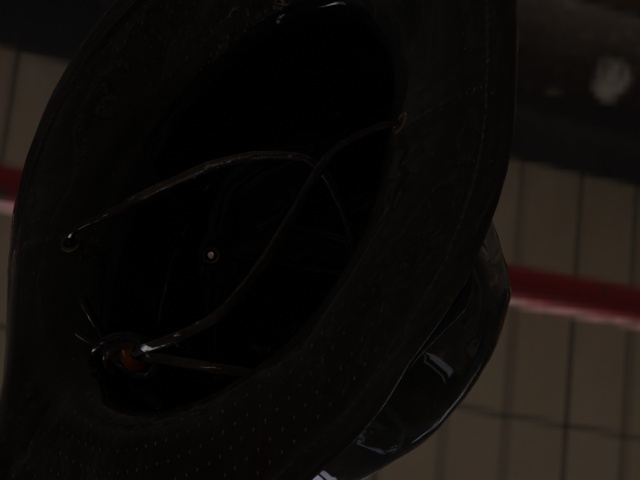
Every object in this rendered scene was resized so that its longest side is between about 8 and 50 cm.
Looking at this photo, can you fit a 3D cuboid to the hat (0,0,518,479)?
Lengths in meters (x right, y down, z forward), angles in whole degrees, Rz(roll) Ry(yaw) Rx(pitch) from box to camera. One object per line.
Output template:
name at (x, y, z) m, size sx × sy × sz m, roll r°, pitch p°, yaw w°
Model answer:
hat at (0.000, 0.000, 0.764) m, size 0.134 × 0.331 × 0.331 m, roll 29°, pitch 154°, yaw -33°
